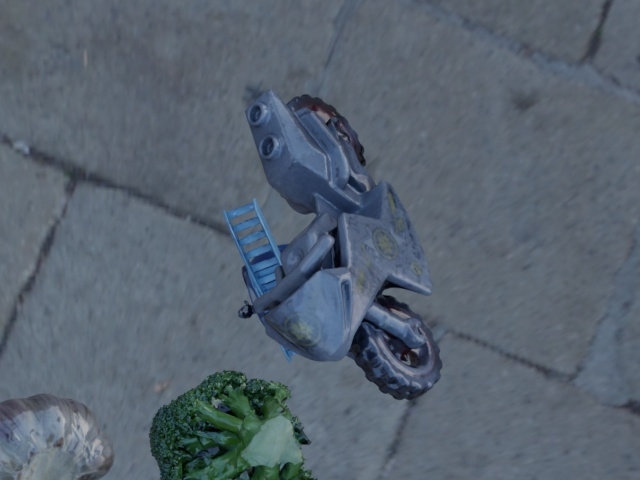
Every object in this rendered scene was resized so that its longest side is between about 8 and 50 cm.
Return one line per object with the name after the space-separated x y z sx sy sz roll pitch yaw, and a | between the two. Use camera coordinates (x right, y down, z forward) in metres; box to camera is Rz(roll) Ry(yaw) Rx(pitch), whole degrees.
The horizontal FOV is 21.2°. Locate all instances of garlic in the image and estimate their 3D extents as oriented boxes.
-0.296 0.226 1.743 0.159 0.102 0.147 -35 120 -22 | garlic

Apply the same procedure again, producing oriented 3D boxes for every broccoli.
-0.088 0.228 1.816 0.195 0.156 0.195 3 85 -36 | broccoli

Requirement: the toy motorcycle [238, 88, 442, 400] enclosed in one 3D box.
0.000 0.000 1.034 0.122 0.080 0.215 12 49 -45 | toy motorcycle

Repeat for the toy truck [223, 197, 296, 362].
-0.035 0.023 1.331 0.063 0.074 0.136 -22 108 8 | toy truck
